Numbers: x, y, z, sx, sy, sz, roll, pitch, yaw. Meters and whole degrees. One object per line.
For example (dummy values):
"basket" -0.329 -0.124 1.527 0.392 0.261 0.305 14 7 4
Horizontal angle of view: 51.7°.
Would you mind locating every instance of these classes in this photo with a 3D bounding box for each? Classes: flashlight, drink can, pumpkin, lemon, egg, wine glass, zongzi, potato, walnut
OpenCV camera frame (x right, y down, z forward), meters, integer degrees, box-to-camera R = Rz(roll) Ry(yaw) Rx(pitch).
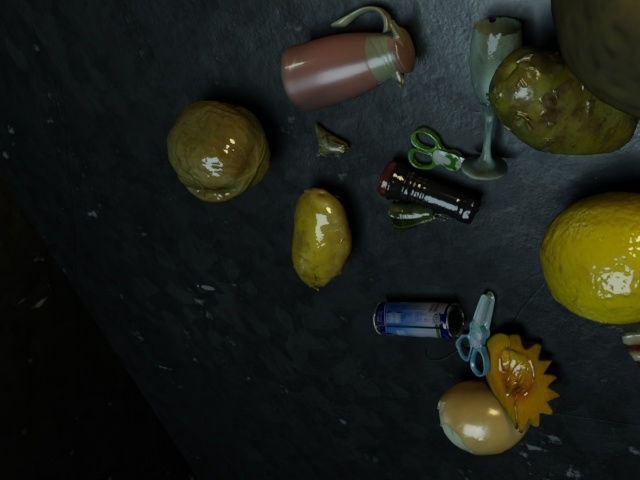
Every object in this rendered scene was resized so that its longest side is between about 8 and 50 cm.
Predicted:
"flashlight" 0.250 -0.108 1.506 0.232 0.093 0.093 21 137 13
"drink can" 0.263 0.212 1.774 0.235 0.097 0.097 -5 123 39
"pumpkin" 0.514 0.345 1.707 0.149 0.130 0.254 -179 79 -73
"lemon" 0.553 0.032 1.261 0.310 0.253 0.253 5 131 52
"egg" 0.448 0.481 1.800 0.244 0.201 0.201 -12 119 29
"wine glass" 0.413 -0.268 1.268 0.264 0.096 0.309 1 130 7
"zongzi" 0.247 -0.047 1.600 0.154 0.062 0.130 1 149 18
"potato" 0.000 0.000 1.749 0.173 0.140 0.300 28 134 25
"potato" 0.428 -0.234 1.150 0.298 0.141 0.176 19 142 -15
"walnut" -0.264 -0.228 1.676 0.283 0.283 0.227 12 173 30
"zongzi" 0.027 -0.247 1.588 0.076 0.040 0.083 -1 108 30

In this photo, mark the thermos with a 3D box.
"thermos" 0.062 -0.377 1.368 0.265 0.146 0.176 -9 95 33

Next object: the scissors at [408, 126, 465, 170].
"scissors" 0.289 -0.177 1.448 0.204 0.027 0.101 25 139 21

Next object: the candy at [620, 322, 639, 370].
"candy" 0.769 0.153 1.262 0.320 0.179 0.135 -20 111 45

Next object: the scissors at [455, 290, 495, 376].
"scissors" 0.410 0.234 1.708 0.125 0.030 0.256 51 146 46

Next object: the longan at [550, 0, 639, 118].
"longan" 0.507 -0.342 0.887 0.404 0.336 0.404 39 162 15
